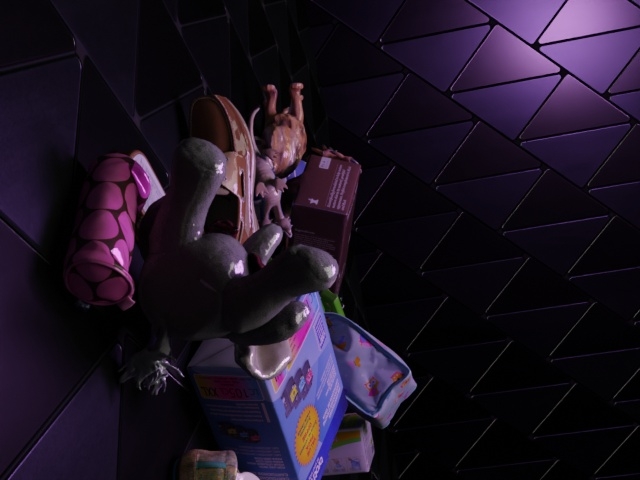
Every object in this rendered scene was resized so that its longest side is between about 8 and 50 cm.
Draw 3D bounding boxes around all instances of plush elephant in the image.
[{"bbox_3d":[-0.134,0.060,1.263,0.330,0.272,0.255,-55,172,10],"label":"plush elephant"}]

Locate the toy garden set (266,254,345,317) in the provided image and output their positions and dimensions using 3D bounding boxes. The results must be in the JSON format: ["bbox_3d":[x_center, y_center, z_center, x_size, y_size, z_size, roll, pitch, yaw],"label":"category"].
[{"bbox_3d":[-0.024,0.134,2.071,0.049,0.244,0.204,-47,143,-22],"label":"toy garden set"}]

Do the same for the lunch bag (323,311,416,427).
[{"bbox_3d":[0.061,0.266,1.896,0.160,0.262,0.223,-51,163,-9],"label":"lunch bag"}]

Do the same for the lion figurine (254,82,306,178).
[{"bbox_3d":[-0.097,-0.265,2.282,0.392,0.142,0.240,2,87,-85],"label":"lion figurine"}]

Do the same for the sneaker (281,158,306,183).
[{"bbox_3d":[-0.010,-0.155,2.559,0.315,0.182,0.127,70,13,-50],"label":"sneaker"}]

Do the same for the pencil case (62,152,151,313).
[{"bbox_3d":[-0.265,-0.013,1.125,0.098,0.095,0.209,36,36,-32],"label":"pencil case"}]

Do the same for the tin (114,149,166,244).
[{"bbox_3d":[-0.265,-0.055,1.340,0.190,0.040,0.106,70,10,-49],"label":"tin"}]

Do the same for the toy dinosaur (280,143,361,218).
[{"bbox_3d":[-0.020,-0.138,2.266,0.200,0.295,0.127,49,21,-45],"label":"toy dinosaur"}]

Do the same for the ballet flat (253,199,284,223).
[{"bbox_3d":[-0.134,-0.068,2.123,0.188,0.070,0.070,59,24,-63],"label":"ballet flat"}]

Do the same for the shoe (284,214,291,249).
[{"bbox_3d":[-0.064,-0.025,2.423,0.058,0.076,0.219,-52,131,-71],"label":"shoe"}]

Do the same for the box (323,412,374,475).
[{"bbox_3d":[0.009,0.457,1.982,0.114,0.203,0.103,-36,117,-77],"label":"box"}]

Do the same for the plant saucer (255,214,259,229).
[{"bbox_3d":[-0.168,0.016,1.851,0.278,0.041,0.278,-9,90,-82],"label":"plant saucer"}]

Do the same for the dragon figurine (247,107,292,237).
[{"bbox_3d":[-0.134,-0.140,1.993,0.144,0.085,0.289,119,-48,-69],"label":"dragon figurine"}]

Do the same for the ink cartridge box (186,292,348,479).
[{"bbox_3d":[-0.075,0.292,1.627,0.270,0.151,0.396,-62,147,-49],"label":"ink cartridge box"}]

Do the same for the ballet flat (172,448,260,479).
[{"bbox_3d":[-0.130,0.429,1.433,0.348,0.123,0.123,69,15,-53],"label":"ballet flat"}]

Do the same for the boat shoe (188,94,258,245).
[{"bbox_3d":[-0.183,-0.106,1.636,0.120,0.122,0.324,-32,112,-76],"label":"boat shoe"}]

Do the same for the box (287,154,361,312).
[{"bbox_3d":[0.000,0.000,2.178,0.381,0.143,0.191,95,9,-45],"label":"box"}]
